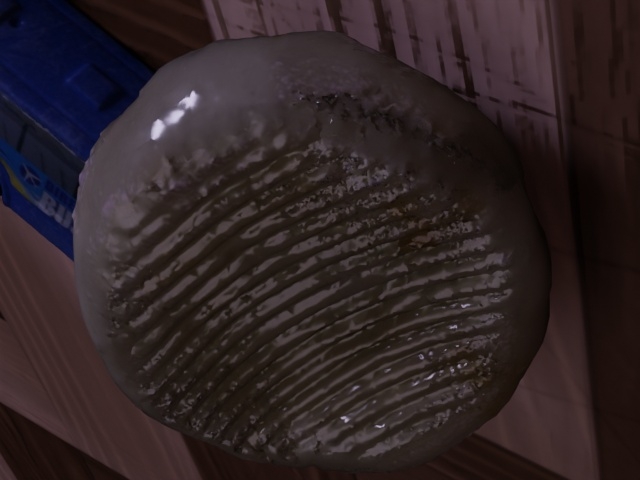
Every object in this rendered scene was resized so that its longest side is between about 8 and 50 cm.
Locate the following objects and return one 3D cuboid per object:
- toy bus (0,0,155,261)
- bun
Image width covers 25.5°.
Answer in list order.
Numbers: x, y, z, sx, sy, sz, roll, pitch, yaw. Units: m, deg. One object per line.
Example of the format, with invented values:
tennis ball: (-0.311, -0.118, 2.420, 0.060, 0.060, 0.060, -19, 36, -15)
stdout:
toy bus: (-0.097, -0.032, 0.640, 0.236, 0.079, 0.094, 39, 151, 6)
bun: (0.000, 0.000, 0.526, 0.183, 0.102, 0.183, 5, 128, 6)
